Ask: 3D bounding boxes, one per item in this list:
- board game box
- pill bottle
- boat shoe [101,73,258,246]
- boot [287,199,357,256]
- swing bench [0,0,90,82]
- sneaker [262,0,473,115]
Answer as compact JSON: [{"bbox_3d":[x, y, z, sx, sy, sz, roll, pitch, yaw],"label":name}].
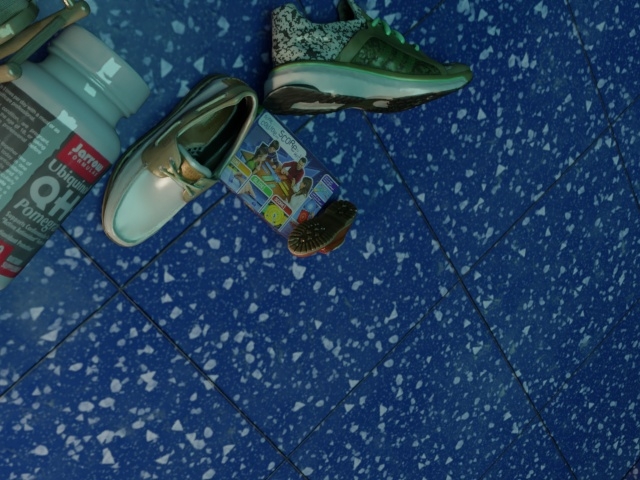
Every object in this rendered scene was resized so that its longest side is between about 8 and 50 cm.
[{"bbox_3d":[-0.072,-0.106,1.169,0.136,0.035,0.201,-51,125,-7],"label":"board game box"},{"bbox_3d":[-0.365,-0.110,0.896,0.318,0.176,0.176,-51,125,-7],"label":"pill bottle"},{"bbox_3d":[-0.205,-0.115,1.040,0.113,0.103,0.302,38,85,-35],"label":"boat shoe"},{"bbox_3d":[0.000,0.000,1.213,0.158,0.059,0.085,-33,152,-41],"label":"boot"},{"bbox_3d":[-0.445,-0.286,0.772,0.253,0.254,0.165,61,33,-33],"label":"swing bench"},{"bbox_3d":[0.087,-0.304,1.149,0.410,0.158,0.182,-8,92,-36],"label":"sneaker"}]
